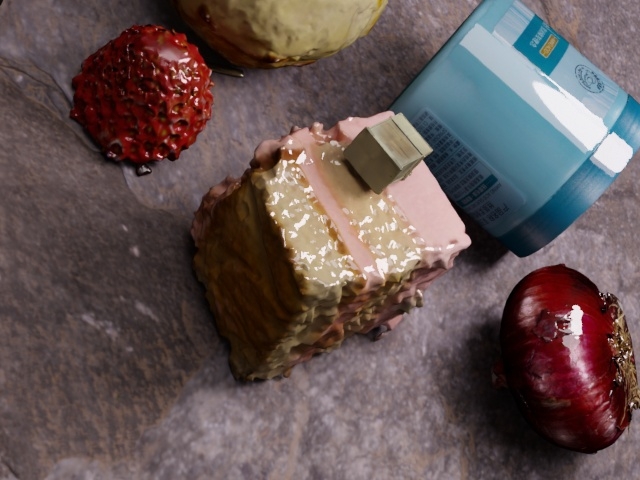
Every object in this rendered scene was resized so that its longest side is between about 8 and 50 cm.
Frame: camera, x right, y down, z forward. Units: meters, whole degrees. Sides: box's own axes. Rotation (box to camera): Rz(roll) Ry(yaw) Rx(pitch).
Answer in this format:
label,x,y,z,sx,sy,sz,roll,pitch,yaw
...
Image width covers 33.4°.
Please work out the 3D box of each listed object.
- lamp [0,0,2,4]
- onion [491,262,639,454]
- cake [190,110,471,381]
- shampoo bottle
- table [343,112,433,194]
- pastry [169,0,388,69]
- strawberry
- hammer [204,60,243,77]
label,x,y,z,sx,sy,sz,roll,pitch,yaw
lamp,-0.571,-0.444,1.538,0.272,0.205,0.374,-29,79,-38
onion,0.379,0.189,1.703,0.314,0.233,0.313,-13,90,-71
cake,0.000,0.000,1.553,0.307,0.314,0.293,-18,73,-32
shampoo bottle,0.319,-0.202,1.813,0.343,0.331,0.331,40,54,-2
table,0.093,-0.119,1.452,0.083,0.062,0.079,-30,78,-44
pastry,-0.081,-0.452,1.739,0.389,0.313,0.388,21,52,-30
strawberry,-0.263,-0.239,1.608,0.234,0.178,0.233,6,66,-14
hammer,-0.213,-0.298,1.771,0.182,0.017,0.062,8,62,-26
